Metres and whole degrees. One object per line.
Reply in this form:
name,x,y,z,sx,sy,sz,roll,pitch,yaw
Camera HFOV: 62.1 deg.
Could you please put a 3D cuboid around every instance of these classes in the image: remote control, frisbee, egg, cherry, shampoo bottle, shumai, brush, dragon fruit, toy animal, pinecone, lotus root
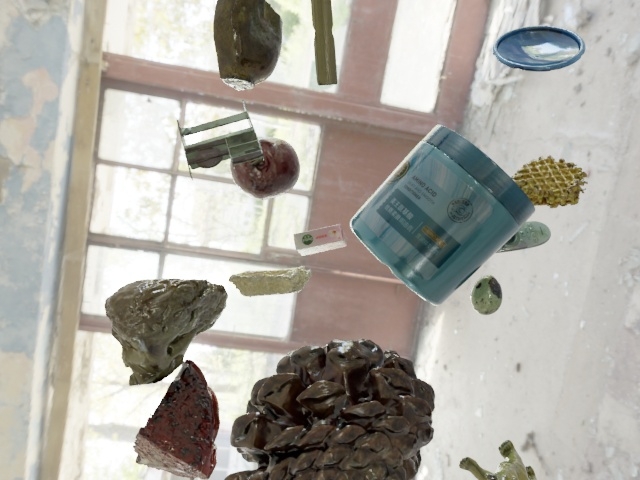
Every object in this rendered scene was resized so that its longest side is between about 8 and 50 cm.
remote control,0.625,-0.008,1.745,0.045,0.256,0.097,81,-178,-64
frisbee,0.603,-0.526,1.478,0.045,0.242,0.242,75,-169,-45
egg,0.452,0.148,1.445,0.085,0.085,0.110,-168,94,-82
cherry,-0.181,-0.241,1.797,0.300,0.230,0.203,5,-120,-87
shampoo bottle,0.300,-0.058,1.364,0.342,0.331,0.331,-48,16,9
shumai,-0.403,0.241,1.404,0.217,0.346,0.283,-5,80,37
brush,0.005,-0.531,1.343,0.048,0.054,0.282,175,90,-82
dragon fruit,-0.394,0.557,1.557,0.329,0.228,0.286,-60,5,42
toy animal,0.325,0.416,0.904,0.218,0.103,0.101,53,179,-32
pinecone,0.012,0.261,0.695,0.298,0.242,0.296,-60,-5,14
lotus root,-0.224,-0.612,1.673,0.267,0.149,0.260,36,-119,-62

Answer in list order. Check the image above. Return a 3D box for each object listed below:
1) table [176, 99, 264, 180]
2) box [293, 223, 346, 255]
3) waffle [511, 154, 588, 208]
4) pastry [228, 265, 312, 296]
table,-0.201,-0.194,1.074,0.062,0.146,0.175,83,168,-57
box,0.000,0.000,1.354,0.089,0.125,0.043,50,-152,-76
waffle,0.659,-0.165,1.532,0.193,0.197,0.070,-52,-34,-34
pastry,-0.165,0.131,1.684,0.121,0.259,0.089,4,-101,-67
